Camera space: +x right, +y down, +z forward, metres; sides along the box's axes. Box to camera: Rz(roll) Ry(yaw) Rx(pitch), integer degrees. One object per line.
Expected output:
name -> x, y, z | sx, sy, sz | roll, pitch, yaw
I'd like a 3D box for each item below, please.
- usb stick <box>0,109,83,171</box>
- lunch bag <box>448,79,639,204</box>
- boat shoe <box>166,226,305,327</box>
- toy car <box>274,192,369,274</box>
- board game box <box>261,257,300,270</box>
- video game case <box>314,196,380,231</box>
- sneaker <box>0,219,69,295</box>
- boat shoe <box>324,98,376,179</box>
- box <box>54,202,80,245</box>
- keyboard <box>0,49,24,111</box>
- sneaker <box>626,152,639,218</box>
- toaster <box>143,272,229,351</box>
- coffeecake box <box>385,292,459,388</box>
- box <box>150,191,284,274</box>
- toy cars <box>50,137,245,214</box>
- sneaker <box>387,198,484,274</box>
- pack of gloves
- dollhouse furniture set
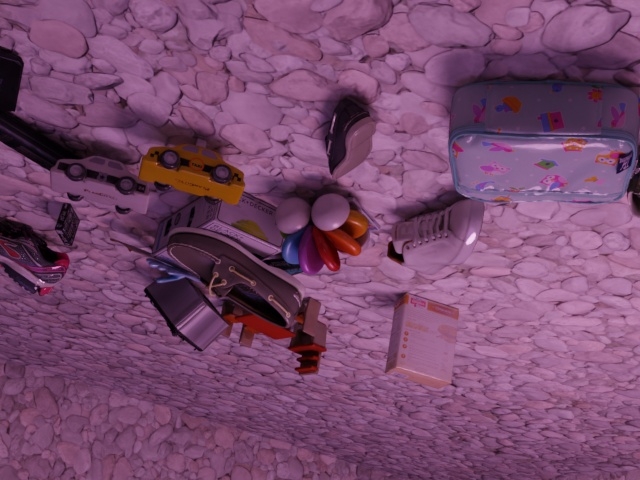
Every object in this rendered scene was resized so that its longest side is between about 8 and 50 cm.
usb stick -> -0.526, -0.168, 1.608 | 0.077, 0.045, 0.278 | -4, 151, 43
lunch bag -> 0.335, -0.135, 1.254 | 0.279, 0.107, 0.224 | 4, 153, 14
boat shoe -> -0.173, 0.074, 1.668 | 0.305, 0.091, 0.109 | 28, 143, -16
toy car -> 0.000, 0.000, 1.603 | 0.182, 0.136, 0.159 | -4, 151, 28
board game box -> -0.095, 0.063, 1.817 | 0.126, 0.026, 0.186 | -21, 169, 39
video game case -> 0.054, -0.048, 1.657 | 0.087, 0.011, 0.122 | -6, 150, 30
sneaker -> -0.737, 0.002, 1.987 | 0.299, 0.121, 0.112 | 38, 109, -27
boat shoe -> 0.042, -0.167, 1.389 | 0.065, 0.075, 0.206 | 53, 163, 12
box -> -0.563, -0.035, 1.867 | 0.018, 0.067, 0.083 | 8, 155, 4
keyboard -> -0.566, -0.279, 1.424 | 0.108, 0.023, 0.180 | 14, 154, -20
sneaker -> 0.511, -0.102, 1.274 | 0.064, 0.086, 0.192 | 8, 154, 7
toaster -> -0.332, 0.179, 2.095 | 0.185, 0.110, 0.168 | 46, 175, 35
coffeecake box -> 0.239, 0.235, 1.959 | 0.142, 0.185, 0.068 | 18, 153, -13
box -> -0.215, -0.010, 1.756 | 0.169, 0.087, 0.290 | 26, 150, -29
toy cars -> -0.318, -0.127, 1.550 | 0.394, 0.087, 0.176 | -4, 150, 25
sneaker -> 0.205, -0.005, 1.573 | 0.123, 0.105, 0.290 | 14, 156, -12
pack of gloves -> -0.347, 0.074, 1.909 | 0.195, 0.046, 0.232 | 22, 177, 37
dollhouse furniture set -> -0.103, 0.241, 2.168 | 0.262, 0.135, 0.259 | -16, 143, 43
